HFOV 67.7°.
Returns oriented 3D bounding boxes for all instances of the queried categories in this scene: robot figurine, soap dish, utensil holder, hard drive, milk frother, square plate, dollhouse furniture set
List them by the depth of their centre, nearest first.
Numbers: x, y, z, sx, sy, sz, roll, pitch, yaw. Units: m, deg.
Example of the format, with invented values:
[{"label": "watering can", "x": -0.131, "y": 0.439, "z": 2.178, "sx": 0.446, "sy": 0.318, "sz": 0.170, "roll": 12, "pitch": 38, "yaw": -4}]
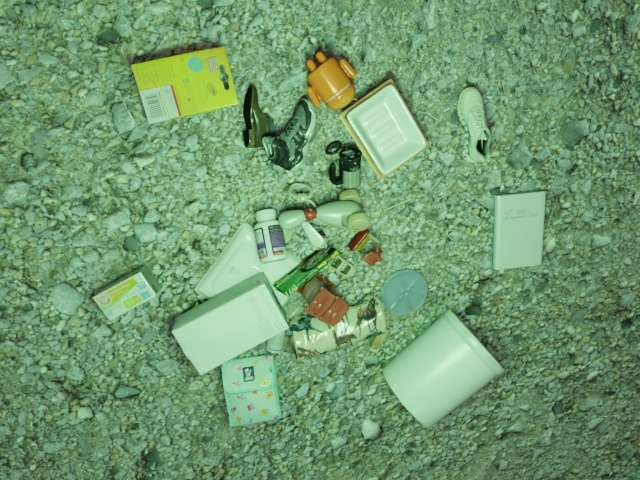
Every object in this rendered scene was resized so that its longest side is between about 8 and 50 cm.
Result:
[{"label": "robot figurine", "x": 0.036, "y": -0.558, "z": 1.693, "sx": 0.219, "sy": 0.128, "sz": 0.158, "roll": 50, "pitch": 58, "yaw": -17}, {"label": "soap dish", "x": 0.233, "y": -0.407, "z": 1.766, "sx": 0.229, "sy": 0.118, "sz": 0.290, "roll": -35, "pitch": 108, "yaw": 1}, {"label": "milk frother", "x": 0.086, "y": -0.289, "z": 1.799, "sx": 0.129, "sy": 0.143, "sz": 0.134, "roll": -6, "pitch": 135, "yaw": -3}, {"label": "dollhouse furniture set", "x": 0.077, "y": 0.117, "z": 1.831, "sx": 0.152, "sy": 0.201, "sz": 0.374, "roll": 35, "pitch": 95, "yaw": -25}, {"label": "square plate", "x": -0.262, "y": 0.160, "z": 1.894, "sx": 0.344, "sy": 0.049, "sz": 0.347, "roll": 35, "pitch": 98, "yaw": -16}, {"label": "utensil holder", "x": 0.496, "y": 0.524, "z": 1.968, "sx": 0.385, "sy": 0.327, "sz": 0.327, "roll": -41, "pitch": 107, "yaw": 7}, {"label": "hard drive", "x": 0.830, "y": -0.043, "z": 1.999, "sx": 0.211, "sy": 0.040, "sz": 0.318, "roll": -6, "pitch": 106, "yaw": -6}]

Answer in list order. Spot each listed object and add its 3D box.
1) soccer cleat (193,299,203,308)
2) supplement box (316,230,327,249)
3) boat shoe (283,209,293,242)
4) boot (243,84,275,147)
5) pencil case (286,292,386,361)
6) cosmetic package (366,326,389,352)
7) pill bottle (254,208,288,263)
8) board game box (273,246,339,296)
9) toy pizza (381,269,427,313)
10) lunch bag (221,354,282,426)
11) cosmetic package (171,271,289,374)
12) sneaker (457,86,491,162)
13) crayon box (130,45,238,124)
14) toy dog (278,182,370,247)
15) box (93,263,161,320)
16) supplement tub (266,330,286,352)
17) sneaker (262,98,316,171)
[{"label": "soccer cleat", "x": -0.417, "y": 0.287, "z": 1.897, "sx": 0.179, "sy": 0.060, "sz": 0.072, "roll": 20, "pitch": 124, "yaw": -11}, {"label": "supplement box", "x": 0.000, "y": 0.000, "z": 1.868, "sx": 0.043, "sy": 0.083, "sz": 0.054, "roll": -10, "pitch": 107, "yaw": -6}, {"label": "boat shoe", "x": -0.132, "y": -0.055, "z": 1.857, "sx": 0.049, "sy": 0.042, "sz": 0.132, "roll": 4, "pitch": 106, "yaw": -30}, {"label": "boot", "x": -0.220, "y": -0.444, "z": 1.729, "sx": 0.106, "sy": 0.082, "sz": 0.219, "roll": -2, "pitch": 103, "yaw": -30}, {"label": "pencil case", "x": 0.067, "y": 0.344, "z": 1.936, "sx": 0.411, "sy": 0.160, "sz": 0.183, "roll": -17, "pitch": 82, "yaw": -3}, {"label": "cosmetic package", "x": 0.244, "y": 0.414, "z": 2.035, "sx": 0.041, "sy": 0.060, "sz": 0.115, "roll": 23, "pitch": 100, "yaw": -14}, {"label": "pill bottle", "x": -0.192, "y": -0.016, "z": 1.802, "sx": 0.108, "sy": 0.108, "sz": 0.193, "roll": -10, "pitch": 84, "yaw": -5}, {"label": "board game box", "x": -0.054, "y": 0.112, "z": 1.828, "sx": 0.260, "sy": 0.136, "sz": 0.030, "roll": -39, "pitch": 113, "yaw": -14}, {"label": "toy pizza", "x": 0.352, "y": 0.215, "z": 2.008, "sx": 0.202, "sy": 0.032, "sz": 0.201, "roll": -3, "pitch": 106, "yaw": -9}, {"label": "lunch bag", "x": -0.282, "y": 0.606, "z": 1.965, "sx": 0.224, "sy": 0.160, "sz": 0.262, "roll": -8, "pitch": 96, "yaw": -3}, {"label": "cosmetic package", "x": -0.339, "y": 0.312, "z": 1.815, "sx": 0.385, "sy": 0.156, "sz": 0.217, "roll": -26, "pitch": 107, "yaw": -2}, {"label": "sneaker", "x": 0.598, "y": -0.437, "z": 1.815, "sx": 0.110, "sy": 0.118, "sz": 0.291, "roll": -14, "pitch": 106, "yaw": -2}, {"label": "crayon box", "x": -0.460, "y": -0.534, "z": 1.650, "sx": 0.319, "sy": 0.081, "sz": 0.202, "roll": -13, "pitch": 107, "yaw": -4}, {"label": "toy dog", "x": 0.022, "y": -0.080, "z": 1.805, "sx": 0.334, "sy": 0.220, "sz": 0.161, "roll": 8, "pitch": 147, "yaw": 8}, {"label": "box", "x": -0.730, "y": 0.194, "z": 1.807, "sx": 0.203, "sy": 0.103, "sz": 0.114, "roll": -29, "pitch": 108, "yaw": 0}, {"label": "supplement tub", "x": -0.182, "y": 0.402, "z": 1.963, "sx": 0.071, "sy": 0.071, "sz": 0.107, "roll": 11, "pitch": 105, "yaw": -11}, {"label": "sneaker", "x": -0.116, "y": -0.381, "z": 1.707, "sx": 0.153, "sy": 0.101, "sz": 0.268, "roll": 2, "pitch": 112, "yaw": -40}]
